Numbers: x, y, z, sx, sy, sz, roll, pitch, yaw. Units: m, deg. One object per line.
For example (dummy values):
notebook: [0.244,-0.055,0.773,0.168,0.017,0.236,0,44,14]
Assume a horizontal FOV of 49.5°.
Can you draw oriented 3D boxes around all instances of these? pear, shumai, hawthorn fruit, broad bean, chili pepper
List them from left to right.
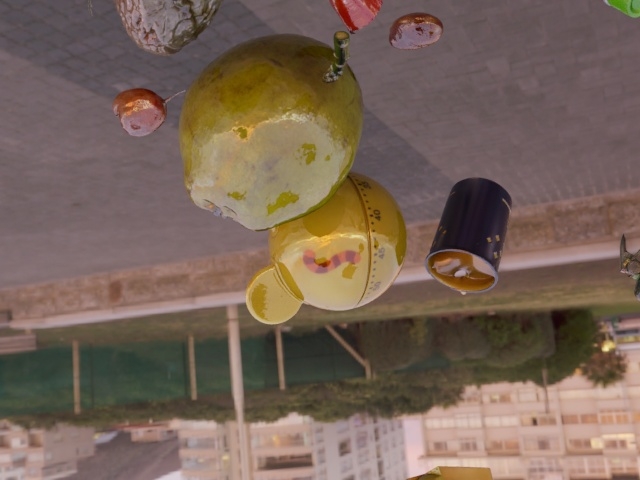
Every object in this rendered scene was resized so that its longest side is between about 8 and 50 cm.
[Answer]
hawthorn fruit: [-0.234,-0.187,0.962,0.103,0.066,0.067,-26,173,-7]
shumai: [-0.184,-0.440,1.052,0.283,0.217,0.346,-25,157,-23]
pear: [-0.094,-0.220,1.340,0.352,0.413,0.352,23,156,11]
chili pepper: [0.049,-0.478,1.319,0.088,0.065,0.169,-42,146,8]
broad bean: [0.240,-0.532,1.753,0.114,0.084,0.165,3,-176,-19]

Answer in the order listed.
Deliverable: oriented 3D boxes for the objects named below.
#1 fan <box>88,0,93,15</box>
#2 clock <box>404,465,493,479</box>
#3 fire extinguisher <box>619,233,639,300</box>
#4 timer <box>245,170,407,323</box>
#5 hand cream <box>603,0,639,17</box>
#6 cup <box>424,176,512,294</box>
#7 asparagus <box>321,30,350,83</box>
fan: [-0.465,-0.590,1.392,0.009,0.329,0.191,-12,160,11]
clock: [0.209,0.560,1.150,0.200,0.317,0.244,3,143,-30]
fire extinguisher: [0.676,0.099,1.251,0.311,0.114,0.095,27,180,18]
timer: [0.000,0.000,1.653,0.387,0.376,0.376,-7,172,-19]
hand cream: [0.322,-0.370,0.909,0.050,0.275,0.079,-25,139,-13]
cup: [0.371,0.000,1.794,0.178,0.256,0.255,26,146,-4]
asparagus: [0.026,-0.279,1.069,0.034,0.027,0.236,0,177,-4]
